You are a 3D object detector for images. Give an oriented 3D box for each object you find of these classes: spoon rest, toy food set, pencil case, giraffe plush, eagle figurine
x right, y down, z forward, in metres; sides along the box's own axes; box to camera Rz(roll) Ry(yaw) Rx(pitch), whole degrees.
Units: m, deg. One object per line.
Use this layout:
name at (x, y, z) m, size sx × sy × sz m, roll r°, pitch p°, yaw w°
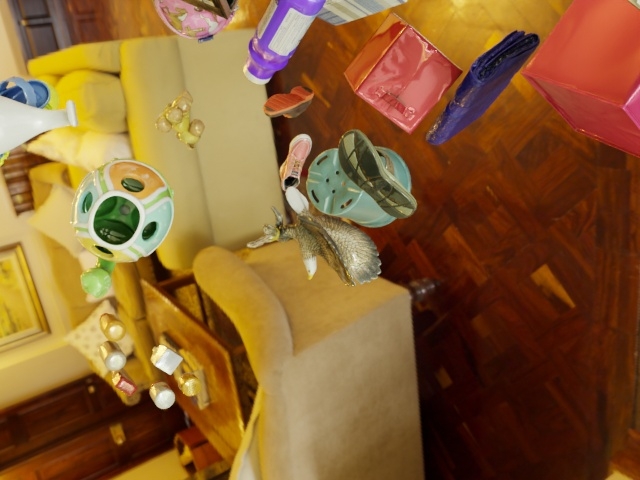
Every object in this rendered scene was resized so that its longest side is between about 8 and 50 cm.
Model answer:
spoon rest at (-0.654, -0.255, 1.254) m, size 0.084 × 0.277 × 0.137 m, roll -104°, pitch 8°, yaw -82°
toy food set at (-0.354, 0.243, 1.154) m, size 0.232 × 0.111 × 0.104 m, roll 41°, pitch 167°, yaw -28°
pencil case at (-0.254, -0.629, 1.314) m, size 0.160 × 0.167 × 0.385 m, roll -20°, pitch 51°, yaw 33°
giraffe plush at (-0.514, -0.430, 2.192) m, size 0.170 × 0.181 × 0.210 m, roll 43°, pitch 146°, yaw -26°
eagle figurine at (0.001, 0.009, 1.531) m, size 0.299 × 0.226 × 0.225 m, roll 11°, pitch 143°, yaw 26°

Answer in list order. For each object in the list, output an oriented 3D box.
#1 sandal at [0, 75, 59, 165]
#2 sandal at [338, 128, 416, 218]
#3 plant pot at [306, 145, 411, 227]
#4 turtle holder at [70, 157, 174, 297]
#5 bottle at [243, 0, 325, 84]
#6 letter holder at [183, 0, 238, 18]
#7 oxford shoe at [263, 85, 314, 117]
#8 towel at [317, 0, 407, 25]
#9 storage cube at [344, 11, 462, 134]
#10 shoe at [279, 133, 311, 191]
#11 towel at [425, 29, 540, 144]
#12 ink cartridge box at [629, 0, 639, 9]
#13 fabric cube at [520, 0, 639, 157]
sandal at (-0.785, -0.289, 1.413) m, size 0.126 × 0.317 × 0.138 m, roll 38°, pitch 169°, yaw -4°
sandal at (0.159, -0.187, 1.625) m, size 0.120 × 0.086 × 0.302 m, roll -20°, pitch 121°, yaw 42°
plant pot at (0.135, -0.220, 2.309) m, size 0.341 × 0.334 × 0.340 m, roll 1°, pitch 92°, yaw 32°
turtle holder at (-0.507, -0.046, 1.422) m, size 0.243 × 0.320 × 0.227 m, roll 51°, pitch 179°, yaw -18°
bottle at (-0.081, -0.434, 1.204) m, size 0.283 × 0.092 × 0.118 m, roll -42°, pitch 26°, yaw 53°
letter holder at (-0.254, -0.551, 0.977) m, size 0.302 × 0.214 × 0.152 m, roll 25°, pitch 173°, yaw 9°
oxford shoe at (-0.117, -0.492, 2.174) m, size 0.097 × 0.271 × 0.098 m, roll 33°, pitch 131°, yaw 21°
towel at (0.121, -0.774, 1.896) m, size 0.285 × 0.209 × 0.034 m, roll -7°, pitch 89°, yaw 31°
storage cube at (0.197, -0.410, 1.428) m, size 0.193 × 0.184 × 0.215 m, roll -50°, pitch 24°, yaw 19°
shoe at (-0.071, -0.224, 1.715) m, size 0.178 × 0.064 × 0.081 m, roll 124°, pitch 148°, yaw -44°
towel at (0.387, -0.377, 1.454) m, size 0.076 × 0.228 × 0.308 m, roll 51°, pitch 159°, yaw 10°
ink cartridge box at (0.441, -0.418, 0.738) m, size 0.212 × 0.093 × 0.154 m, roll -51°, pitch 54°, yaw 30°
fabric cube at (0.599, -0.328, 1.095) m, size 0.258 × 0.259 × 0.254 m, roll -56°, pitch 39°, yaw 10°
